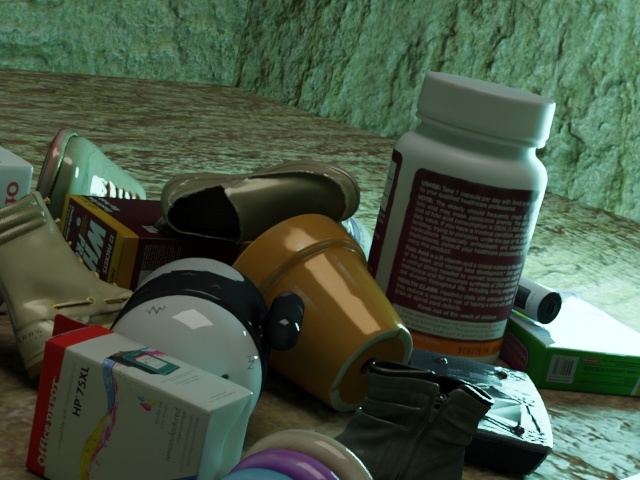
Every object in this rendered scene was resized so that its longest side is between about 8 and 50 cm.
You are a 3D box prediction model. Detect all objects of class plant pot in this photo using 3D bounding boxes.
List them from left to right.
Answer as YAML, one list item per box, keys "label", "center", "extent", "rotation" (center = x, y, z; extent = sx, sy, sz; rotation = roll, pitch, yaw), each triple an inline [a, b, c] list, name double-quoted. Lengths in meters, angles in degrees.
- label: "plant pot"
  center: [0.006, 0.103, 1.443]
  extent: [0.205, 0.205, 0.188]
  rotation: [-2, 35, -47]

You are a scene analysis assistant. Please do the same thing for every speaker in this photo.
- label: "speaker"
  center: [0.302, 0.080, 1.789]
  extent: [0.055, 0.055, 0.136]
  rotation: [2, 18, -38]

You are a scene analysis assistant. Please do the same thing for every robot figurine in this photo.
- label: "robot figurine"
  center: [-0.138, 0.120, 1.251]
  extent: [0.173, 0.209, 0.278]
  rotation: [29, 12, -5]

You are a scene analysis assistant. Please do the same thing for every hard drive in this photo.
- label: "hard drive"
  center: [0.188, 0.207, 1.442]
  extent: [0.172, 0.054, 0.255]
  rotation: [13, 13, 0]

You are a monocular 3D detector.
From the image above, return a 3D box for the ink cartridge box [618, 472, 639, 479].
- label: "ink cartridge box"
  center: [0.354, 0.320, 1.127]
  extent: [0.239, 0.060, 0.275]
  rotation: [1, 18, -45]

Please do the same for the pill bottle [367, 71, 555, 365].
- label: "pill bottle"
  center: [0.196, -0.031, 1.695]
  extent: [0.224, 0.392, 0.224]
  rotation: [13, 14, -3]

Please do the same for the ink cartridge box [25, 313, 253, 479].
- label: "ink cartridge box"
  center: [-0.187, 0.166, 1.082]
  extent: [0.231, 0.134, 0.078]
  rotation: [19, 15, 25]

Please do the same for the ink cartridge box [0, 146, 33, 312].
- label: "ink cartridge box"
  center: [-0.496, -0.016, 1.394]
  extent: [0.273, 0.198, 0.114]
  rotation: [-2, 20, -46]

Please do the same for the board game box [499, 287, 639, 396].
- label: "board game box"
  center: [0.370, 0.147, 1.838]
  extent: [0.242, 0.064, 0.316]
  rotation: [8, 14, -21]

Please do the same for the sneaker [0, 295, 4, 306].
- label: "sneaker"
  center: [-0.405, 0.103, 1.252]
  extent: [0.161, 0.102, 0.282]
  rotation: [27, 24, 22]

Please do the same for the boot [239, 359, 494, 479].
- label: "boot"
  center: [0.037, 0.187, 1.149]
  extent: [0.246, 0.161, 0.083]
  rotation: [10, 13, -13]

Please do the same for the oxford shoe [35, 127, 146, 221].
- label: "oxford shoe"
  center: [-0.335, -0.077, 1.791]
  extent: [0.146, 0.140, 0.397]
  rotation: [19, -1, 1]

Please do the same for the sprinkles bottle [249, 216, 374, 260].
- label: "sprinkles bottle"
  center: [0.000, 0.000, 1.746]
  extent: [0.121, 0.121, 0.355]
  rotation: [18, -5, 19]

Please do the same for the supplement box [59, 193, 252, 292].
- label: "supplement box"
  center: [-0.235, 0.029, 1.609]
  extent: [0.194, 0.129, 0.191]
  rotation: [3, 17, -37]

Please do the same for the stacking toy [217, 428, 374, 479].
- label: "stacking toy"
  center: [-0.078, 0.253, 0.859]
  extent: [0.141, 0.141, 0.330]
  rotation: [19, 19, 22]

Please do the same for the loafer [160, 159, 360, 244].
- label: "loafer"
  center: [-0.082, -0.039, 1.516]
  extent: [0.268, 0.102, 0.092]
  rotation: [-5, 25, 12]

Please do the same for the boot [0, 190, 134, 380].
- label: "boot"
  center: [-0.294, 0.036, 1.381]
  extent: [0.095, 0.203, 0.262]
  rotation: [-30, -2, 27]
